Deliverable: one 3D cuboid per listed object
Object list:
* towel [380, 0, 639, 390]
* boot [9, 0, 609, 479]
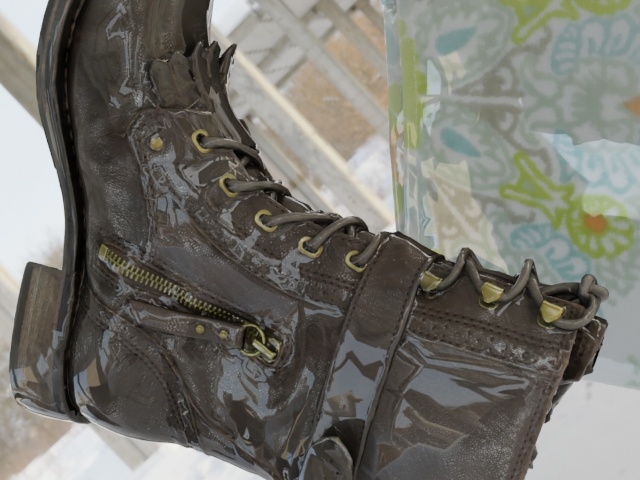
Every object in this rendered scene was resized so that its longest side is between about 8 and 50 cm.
[{"bbox_3d":[0.208,-0.062,0.577,0.374,0.320,0.090,7,23,34],"label":"towel"},{"bbox_3d":[0.000,0.000,0.372,0.091,0.229,0.263,-22,-55,-67],"label":"boot"}]
